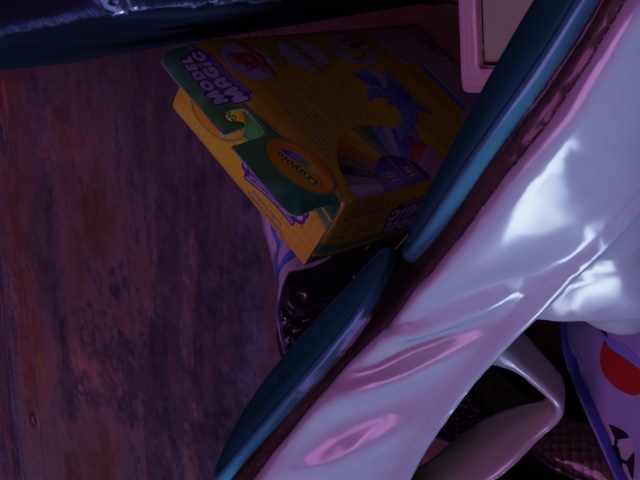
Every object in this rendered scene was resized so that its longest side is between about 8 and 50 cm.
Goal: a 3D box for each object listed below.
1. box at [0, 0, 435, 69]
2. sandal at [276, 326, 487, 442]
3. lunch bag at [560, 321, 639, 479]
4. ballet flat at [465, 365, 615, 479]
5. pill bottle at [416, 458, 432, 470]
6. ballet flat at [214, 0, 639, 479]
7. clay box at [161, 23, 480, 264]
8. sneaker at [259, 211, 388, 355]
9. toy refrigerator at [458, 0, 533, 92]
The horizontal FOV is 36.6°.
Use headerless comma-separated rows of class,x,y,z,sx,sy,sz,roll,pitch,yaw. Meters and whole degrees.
box,-0.196,-0.357,0.625,0.480,0.297,0.471,3,103,43
sandal,0.047,0.101,0.722,0.179,0.040,0.067,19,122,23
lunch bag,0.232,0.094,0.422,0.243,0.115,0.303,120,143,-48
ballet flat,0.130,0.087,0.610,0.250,0.084,0.058,31,105,39
pill bottle,0.162,0.271,0.554,0.323,0.181,0.181,35,125,32
ballet flat,0.082,0.025,0.465,0.139,0.139,0.400,49,128,22
clay box,0.017,-0.063,0.562,0.127,0.222,0.053,50,131,22
sneaker,0.000,0.000,0.672,0.086,0.085,0.237,105,160,-66
toy refrigerator,0.196,-0.125,0.456,0.269,0.094,0.102,7,104,43
